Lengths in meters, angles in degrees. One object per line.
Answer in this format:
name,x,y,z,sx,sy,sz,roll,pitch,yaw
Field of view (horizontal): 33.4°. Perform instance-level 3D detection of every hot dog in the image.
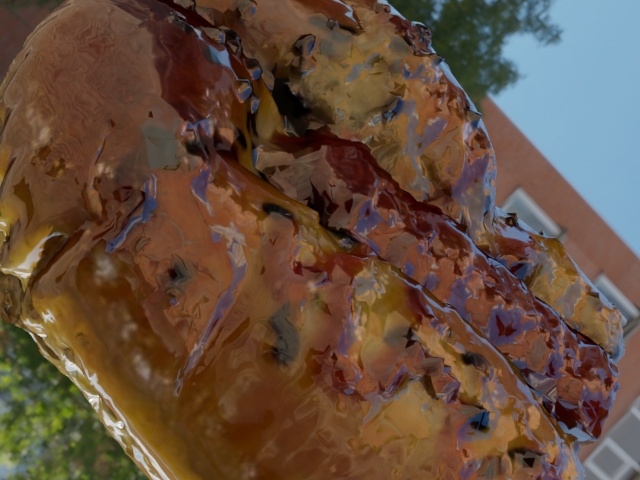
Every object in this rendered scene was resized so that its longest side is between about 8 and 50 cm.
hot dog,0.000,0.000,0.589,0.196,0.365,0.367,-44,180,31
